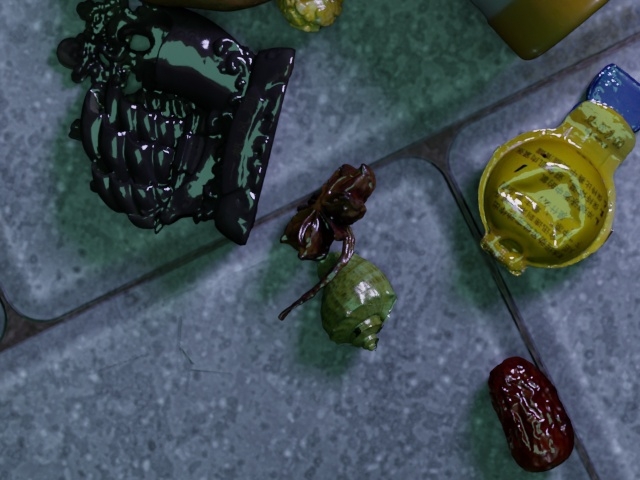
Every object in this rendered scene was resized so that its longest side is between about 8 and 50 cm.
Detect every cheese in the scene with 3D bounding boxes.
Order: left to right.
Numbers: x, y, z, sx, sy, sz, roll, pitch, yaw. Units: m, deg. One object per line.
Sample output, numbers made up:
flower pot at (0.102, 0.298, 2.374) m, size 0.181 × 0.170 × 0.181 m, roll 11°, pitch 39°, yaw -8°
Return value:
cheese at (0.267, -0.073, 1.939) m, size 0.156 × 0.064 × 0.250 m, roll 39°, pitch 87°, yaw -5°

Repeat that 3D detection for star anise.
star anise at (0.000, 0.000, 1.938) m, size 0.070 × 0.097 × 0.190 m, roll 34°, pitch 98°, yaw -28°

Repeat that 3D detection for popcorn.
popcorn at (-0.009, -0.253, 1.920) m, size 0.084 × 0.084 × 0.084 m, roll 0°, pitch 98°, yaw 0°

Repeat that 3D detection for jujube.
jujube at (0.228, 0.189, 1.972) m, size 0.077 × 0.077 × 0.129 m, roll -26°, pitch 86°, yaw 4°

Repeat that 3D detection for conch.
conch at (0.039, 0.065, 1.965) m, size 0.089 × 0.074 × 0.121 m, roll -20°, pitch 75°, yaw -11°

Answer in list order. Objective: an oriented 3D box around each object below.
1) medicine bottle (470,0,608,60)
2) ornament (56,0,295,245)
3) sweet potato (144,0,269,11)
medicine bottle at (0.220, -0.341, 1.816) m, size 0.238 × 0.238 × 0.232 m, roll -42°, pitch 93°, yaw 5°
ornament at (-0.169, -0.135, 1.923) m, size 0.260 × 0.106 × 0.251 m, roll 13°, pitch 95°, yaw 4°
sweet potato at (-0.120, -0.280, 1.868) m, size 0.346 × 0.108 × 0.079 m, roll -3°, pitch 112°, yaw 11°
